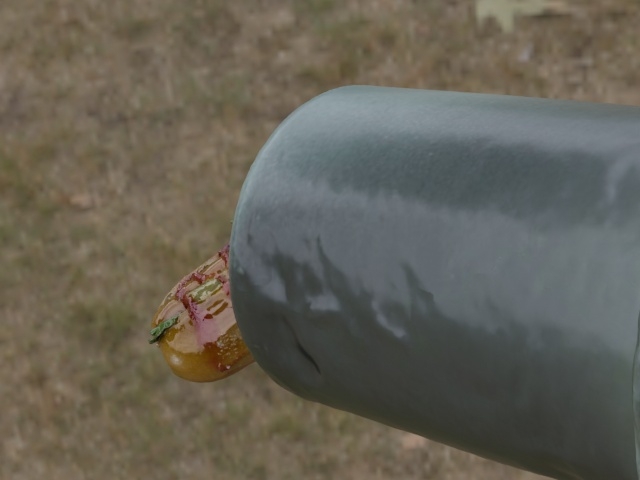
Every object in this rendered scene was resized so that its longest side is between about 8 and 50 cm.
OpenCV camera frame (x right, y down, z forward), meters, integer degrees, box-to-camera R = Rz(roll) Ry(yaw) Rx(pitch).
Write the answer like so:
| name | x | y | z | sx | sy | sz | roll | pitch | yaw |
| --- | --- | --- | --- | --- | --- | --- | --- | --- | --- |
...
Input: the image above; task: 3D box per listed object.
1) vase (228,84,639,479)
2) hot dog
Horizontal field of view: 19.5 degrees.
| name | x | y | z | sx | sy | sz | roll | pitch | yaw |
| --- | --- | --- | --- | --- | --- | --- | --- | --- | --- |
| vase | 0.108 | 0.027 | 0.945 | 0.291 | 0.245 | 0.245 | 9 | 39 | 38 |
| hot dog | 0.000 | 0.000 | 1.195 | 0.250 | 0.076 | 0.104 | -33 | 25 | 3 |
